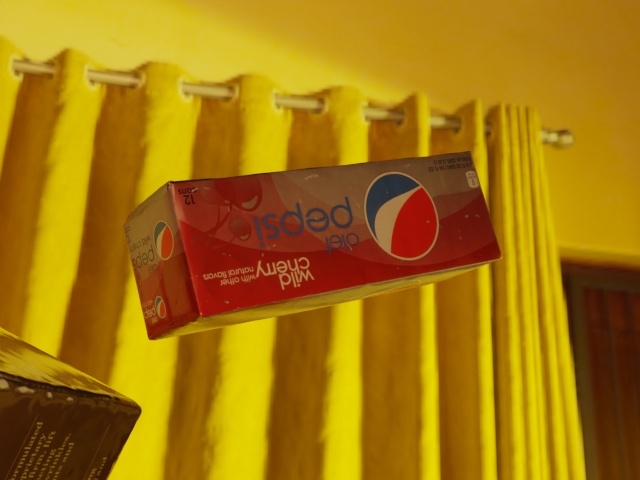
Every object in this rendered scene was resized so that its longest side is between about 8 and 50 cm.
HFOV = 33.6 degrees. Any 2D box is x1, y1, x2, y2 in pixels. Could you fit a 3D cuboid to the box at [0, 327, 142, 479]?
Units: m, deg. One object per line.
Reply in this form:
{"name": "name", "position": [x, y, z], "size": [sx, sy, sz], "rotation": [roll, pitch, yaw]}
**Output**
{"name": "box", "position": [-0.233, 0.116, 0.555], "size": [0.167, 0.168, 0.203], "rotation": [25, -7, 19]}

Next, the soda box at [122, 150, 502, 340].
{"name": "soda box", "position": [0.000, 0.000, 0.752], "size": [0.263, 0.092, 0.083], "rotation": [-9, -10, -35]}
